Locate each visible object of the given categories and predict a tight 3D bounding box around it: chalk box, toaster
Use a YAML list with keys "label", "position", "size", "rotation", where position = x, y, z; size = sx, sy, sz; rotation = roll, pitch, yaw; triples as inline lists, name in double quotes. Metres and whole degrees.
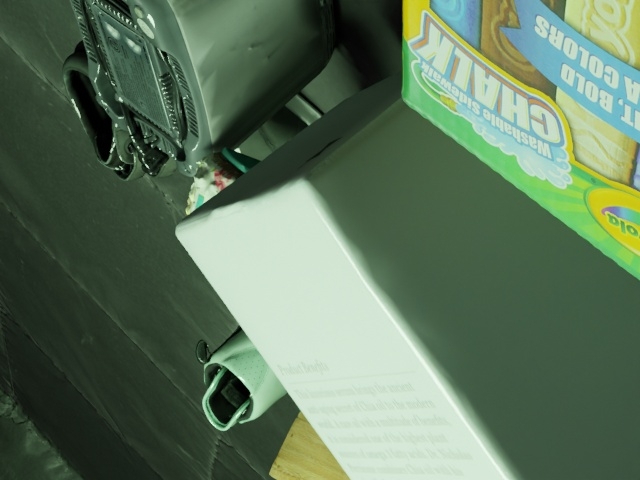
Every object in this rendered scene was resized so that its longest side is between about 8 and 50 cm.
- label: "chalk box"
  position: [0.153, -0.107, 0.681]
  size: [0.179, 0.180, 0.289]
  rotation: [40, 156, 24]
- label: "toaster"
  position: [-0.077, -0.150, 1.117]
  size: [0.129, 0.146, 0.227]
  rotation: [37, 155, 32]

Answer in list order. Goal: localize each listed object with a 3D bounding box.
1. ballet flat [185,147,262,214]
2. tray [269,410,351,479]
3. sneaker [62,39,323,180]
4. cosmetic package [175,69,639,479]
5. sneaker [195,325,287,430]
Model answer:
- label: "ballet flat"
  position: [0.000, 0.000, 1.154]
  size: [0.241, 0.077, 0.091]
  rotation: [19, -165, -38]
- label: "tray"
  position: [0.153, 0.254, 1.354]
  size: [0.203, 0.076, 0.411]
  rotation: [31, 174, -35]
- label: "sneaker"
  position: [-0.079, -0.064, 1.272]
  size: [0.296, 0.147, 0.104]
  rotation: [49, 158, -3]
- label: "cosmetic package"
  position: [0.131, 0.119, 0.985]
  size: [0.453, 0.161, 0.230]
  rotation: [55, 158, -8]
- label: "sneaker"
  position: [-0.061, 0.115, 1.539]
  size: [0.094, 0.151, 0.256]
  rotation: [45, 160, 8]
